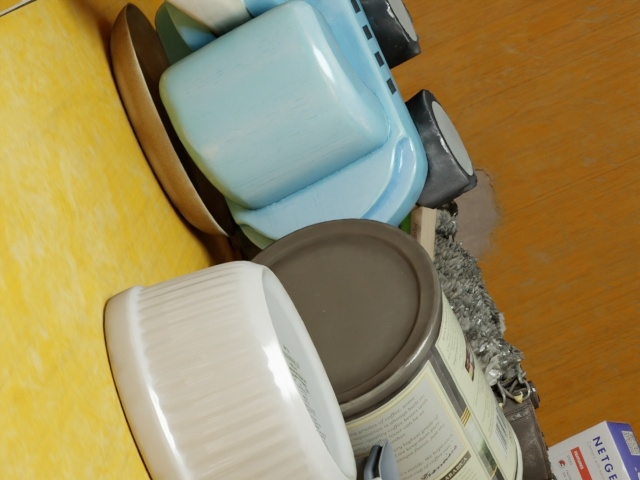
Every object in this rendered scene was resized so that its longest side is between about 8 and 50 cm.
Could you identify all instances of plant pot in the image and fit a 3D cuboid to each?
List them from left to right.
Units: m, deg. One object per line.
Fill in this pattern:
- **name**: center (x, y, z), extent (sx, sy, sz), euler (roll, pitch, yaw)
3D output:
- **plant pot**: center (-0.142, -0.107, 1.709), extent (0.236, 0.032, 0.236), euler (-24, 90, -83)

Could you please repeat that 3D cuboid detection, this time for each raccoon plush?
- **raccoon plush**: center (0.099, 0.045, 2.297), extent (0.299, 0.216, 0.446), euler (60, 7, -73)

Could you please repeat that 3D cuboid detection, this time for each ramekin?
- **ramekin**: center (-0.056, 0.112, 1.270), extent (0.207, 0.109, 0.207), euler (-23, 90, -85)

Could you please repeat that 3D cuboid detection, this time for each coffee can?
- **coffee can**: center (0.047, 0.143, 1.613), extent (0.275, 0.202, 0.201), euler (61, 8, -46)

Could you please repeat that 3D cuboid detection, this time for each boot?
- **boot**: center (0.107, 0.184, 1.847), extent (0.091, 0.229, 0.263), euler (-104, 170, -55)

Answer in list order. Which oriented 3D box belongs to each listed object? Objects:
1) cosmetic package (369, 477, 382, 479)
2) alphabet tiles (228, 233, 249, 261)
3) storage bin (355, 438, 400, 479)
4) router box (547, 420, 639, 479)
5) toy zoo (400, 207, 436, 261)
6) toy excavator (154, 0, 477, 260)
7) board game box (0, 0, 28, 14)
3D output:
- **cosmetic package**: center (0.003, 0.248, 1.254), extent (0.231, 0.117, 0.085), euler (-62, 130, -81)
- **alphabet tiles**: center (-0.103, -0.062, 1.986), extent (0.237, 0.009, 0.198), euler (-77, 144, -81)
- **storage bin**: center (0.018, 0.220, 1.437), extent (0.135, 0.091, 0.098), euler (-39, 115, -82)
- **router box**: center (0.303, 0.435, 2.256), extent (0.082, 0.301, 0.335), euler (14, 51, -58)
- **toy zoo**: center (-0.009, -0.083, 1.901), extent (0.293, 0.030, 0.192), euler (30, -30, 21)
- **toy excavator**: center (-0.077, -0.195, 1.606), extent (0.432, 0.222, 0.445), euler (67, 14, 12)
- **board game box**: center (-0.133, -0.229, 1.252), extent (0.316, 0.242, 0.064), euler (-86, 150, -78)
